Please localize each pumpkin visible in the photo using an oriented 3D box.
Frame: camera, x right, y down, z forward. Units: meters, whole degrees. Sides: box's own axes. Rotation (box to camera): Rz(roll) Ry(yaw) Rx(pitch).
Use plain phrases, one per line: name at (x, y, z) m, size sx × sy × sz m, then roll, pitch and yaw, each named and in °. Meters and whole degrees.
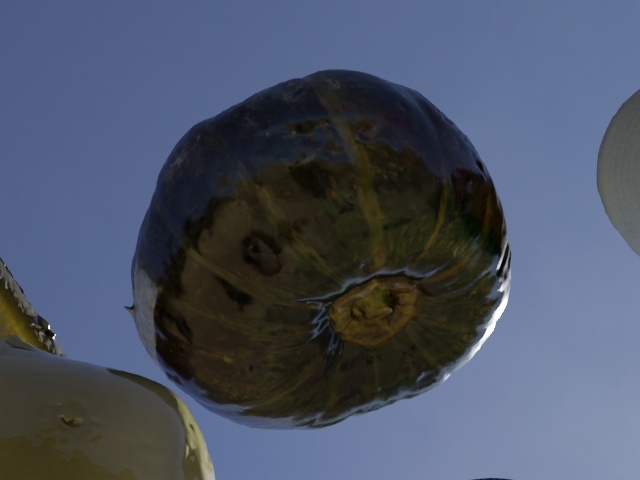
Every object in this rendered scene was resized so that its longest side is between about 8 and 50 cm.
pumpkin at (-0.002, -0.002, 1.197) m, size 0.260 × 0.189 × 0.260 m, roll -17°, pitch -44°, yaw -17°

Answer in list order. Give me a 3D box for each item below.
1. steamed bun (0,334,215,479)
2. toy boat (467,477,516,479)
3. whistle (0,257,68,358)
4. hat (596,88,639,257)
steamed bun at (-0.162, 0.159, 0.783) m, size 0.232 × 0.273 × 0.166 m, roll 17°, pitch -39°, yaw -9°
toy boat at (0.089, 0.274, 1.509) m, size 0.096 × 0.299 × 0.062 m, roll 49°, pitch -54°, yaw 9°
whistle at (-0.221, 0.027, 1.113) m, size 0.057 × 0.068 × 0.326 m, roll -14°, pitch -54°, yaw 18°
hat at (0.293, -0.040, 1.280) m, size 0.168 × 0.301 × 0.258 m, roll 3°, pitch -82°, yaw -36°
